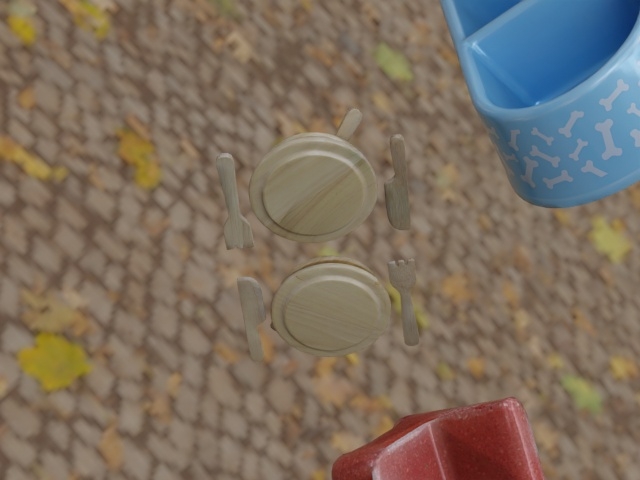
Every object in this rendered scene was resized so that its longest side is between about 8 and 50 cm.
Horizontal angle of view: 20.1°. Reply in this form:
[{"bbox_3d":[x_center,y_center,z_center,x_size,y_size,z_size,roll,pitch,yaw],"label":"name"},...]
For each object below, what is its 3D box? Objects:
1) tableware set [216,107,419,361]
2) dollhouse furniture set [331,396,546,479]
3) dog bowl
[{"bbox_3d":[0.000,0.000,1.262,0.039,0.128,0.194,-94,177,-51],"label":"tableware set"},{"bbox_3d":[0.144,0.204,0.797,0.374,0.152,0.201,44,55,-32],"label":"dollhouse furniture set"},{"bbox_3d":[0.166,-0.145,1.232,0.074,0.166,0.297,47,19,-30],"label":"dog bowl"}]
